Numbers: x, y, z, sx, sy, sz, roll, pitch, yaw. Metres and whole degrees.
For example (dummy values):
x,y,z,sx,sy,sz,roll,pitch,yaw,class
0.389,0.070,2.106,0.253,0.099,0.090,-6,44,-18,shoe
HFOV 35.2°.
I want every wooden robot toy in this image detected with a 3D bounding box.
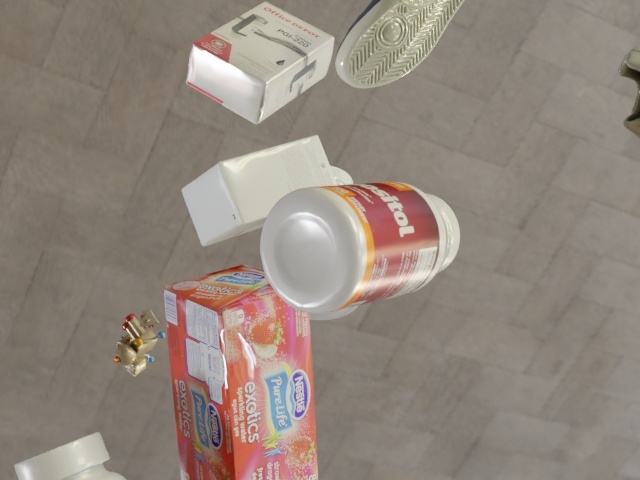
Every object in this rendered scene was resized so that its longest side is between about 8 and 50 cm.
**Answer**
x,y,z,sx,sy,sz,roll,pitch,yaw,class
-0.326,0.181,1.712,0.079,0.076,0.173,-38,167,-37,wooden robot toy

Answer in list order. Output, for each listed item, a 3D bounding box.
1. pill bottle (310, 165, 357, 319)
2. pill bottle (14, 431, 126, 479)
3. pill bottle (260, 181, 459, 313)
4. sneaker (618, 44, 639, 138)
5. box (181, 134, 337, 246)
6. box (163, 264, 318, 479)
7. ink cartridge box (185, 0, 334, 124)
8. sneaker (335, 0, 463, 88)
x,y,z,sx,sy,sz,roll,pitch,yaw,class
0.000,0.000,1.856,0.153,0.264,0.153,1,146,0,pill bottle
-0.258,0.336,1.130,0.121,0.121,0.221,-21,84,-2,pill bottle
0.035,0.001,0.722,0.152,0.086,0.086,-8,132,-53,pill bottle
0.440,-0.129,1.251,0.121,0.099,0.262,-21,98,-8,sneaker
-0.085,-0.070,1.417,0.171,0.130,0.091,-19,87,-35,box
-0.091,0.171,1.172,0.123,0.128,0.256,-15,109,-37,box
-0.101,-0.311,1.742,0.159,0.218,0.092,31,132,17,ink cartridge box
0.134,-0.392,1.599,0.350,0.148,0.131,-47,132,-4,sneaker
